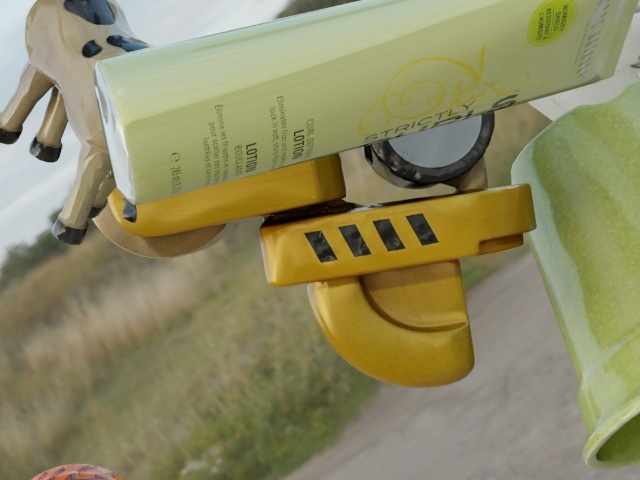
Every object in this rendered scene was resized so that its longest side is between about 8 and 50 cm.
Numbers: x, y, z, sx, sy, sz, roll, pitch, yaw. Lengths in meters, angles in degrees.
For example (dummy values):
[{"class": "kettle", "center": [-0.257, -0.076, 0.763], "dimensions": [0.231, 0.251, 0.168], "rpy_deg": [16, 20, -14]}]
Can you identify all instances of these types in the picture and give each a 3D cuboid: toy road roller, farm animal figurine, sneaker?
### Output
[{"class": "toy road roller", "center": [0.000, 0.000, 1.073], "dimensions": [0.329, 0.240, 0.202], "rpy_deg": [-10, 1, 1]}, {"class": "farm animal figurine", "center": [-0.225, -0.176, 0.772], "dimensions": [0.172, 0.330, 0.327], "rpy_deg": [-57, 23, 29]}, {"class": "sneaker", "center": [0.358, -0.177, 1.566], "dimensions": [0.169, 0.292, 0.108], "rpy_deg": [-48, 19, 34]}]

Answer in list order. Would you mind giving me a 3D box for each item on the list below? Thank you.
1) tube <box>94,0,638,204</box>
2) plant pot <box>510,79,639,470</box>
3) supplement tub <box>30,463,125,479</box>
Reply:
[{"class": "tube", "center": [0.028, -0.072, 0.589], "dimensions": [0.240, 0.062, 0.070], "rpy_deg": [-15, 10, -14]}, {"class": "plant pot", "center": [0.289, 0.014, 1.155], "dimensions": [0.276, 0.254, 0.276], "rpy_deg": [-20, -24, -9]}, {"class": "supplement tub", "center": [-0.286, 0.436, 1.666], "dimensions": [0.207, 0.207, 0.338], "rpy_deg": [-36, 31, 10]}]
